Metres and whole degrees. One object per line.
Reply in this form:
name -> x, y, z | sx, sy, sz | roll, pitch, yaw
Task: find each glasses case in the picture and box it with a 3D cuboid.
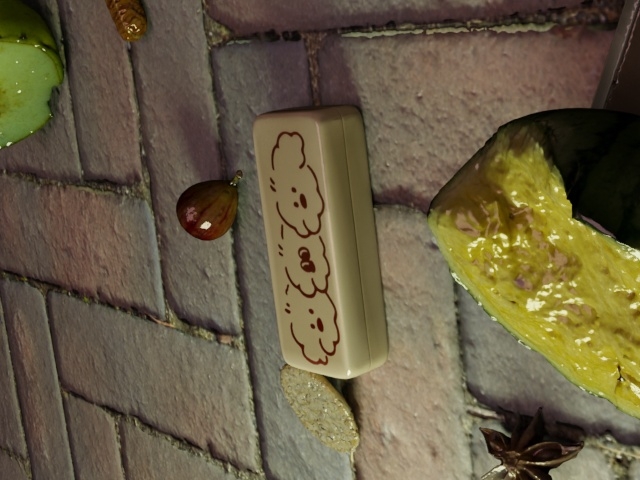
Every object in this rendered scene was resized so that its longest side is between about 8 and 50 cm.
glasses case -> 0.000, 0.000, 1.351 | 0.144, 0.076, 0.337 | 5, 106, 50

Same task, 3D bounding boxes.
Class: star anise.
star anise -> 0.220, 0.240, 1.186 | 0.129, 0.056, 0.124 | 31, 100, 46

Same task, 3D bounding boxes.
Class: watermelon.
watermelon -> 0.269, 0.006, 0.922 | 0.330, 0.189, 0.331 | 38, 169, 8

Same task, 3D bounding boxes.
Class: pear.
pear -> -0.584, -0.328, 1.890 | 0.292, 0.159, 0.293 | 15, 110, 46

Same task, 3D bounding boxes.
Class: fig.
fig -> -0.145, -0.058, 1.521 | 0.125, 0.089, 0.089 | -39, 70, 21

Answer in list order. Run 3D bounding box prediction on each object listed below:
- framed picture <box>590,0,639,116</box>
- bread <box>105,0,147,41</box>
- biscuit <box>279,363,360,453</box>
framed picture -> 0.361, -0.127, 0.916 | 0.274, 0.017, 0.217 | 40, 130, 36
bread -> -0.306, -0.376, 1.620 | 0.052, 0.044, 0.157 | -29, 81, 45
biscuit -> -0.001, 0.225, 1.445 | 0.152, 0.020, 0.152 | 36, 146, 29
